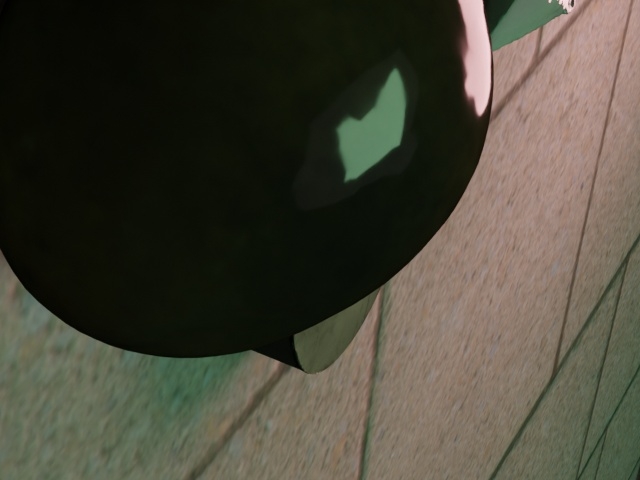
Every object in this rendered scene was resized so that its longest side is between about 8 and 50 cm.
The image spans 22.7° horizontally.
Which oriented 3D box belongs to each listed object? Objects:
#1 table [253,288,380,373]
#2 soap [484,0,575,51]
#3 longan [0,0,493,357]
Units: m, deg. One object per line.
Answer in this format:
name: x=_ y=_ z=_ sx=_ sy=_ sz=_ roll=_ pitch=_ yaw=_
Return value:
table: x=0.000 y=0.000 z=0.826 sx=0.133 sy=0.043 sz=0.133 roll=-54 pitch=156 yaw=-39
soap: x=0.050 y=-0.197 z=0.608 sx=0.091 sy=0.145 sz=0.230 roll=-33 pitch=140 yaw=-60
longan: x=-0.028 y=-0.047 z=0.537 sx=0.187 sy=0.167 sz=0.167 roll=-43 pitch=158 yaw=-1
